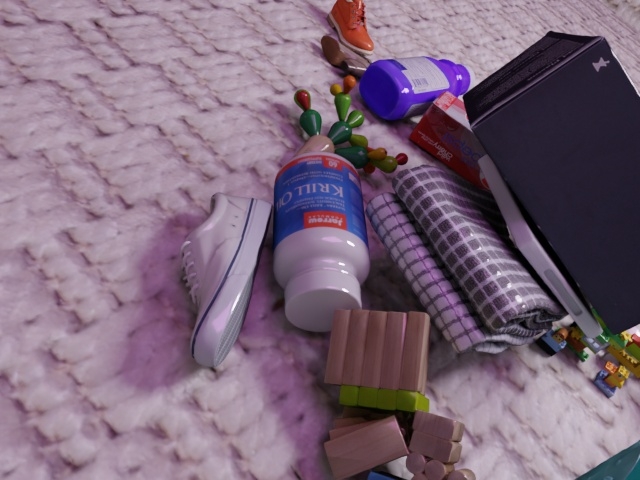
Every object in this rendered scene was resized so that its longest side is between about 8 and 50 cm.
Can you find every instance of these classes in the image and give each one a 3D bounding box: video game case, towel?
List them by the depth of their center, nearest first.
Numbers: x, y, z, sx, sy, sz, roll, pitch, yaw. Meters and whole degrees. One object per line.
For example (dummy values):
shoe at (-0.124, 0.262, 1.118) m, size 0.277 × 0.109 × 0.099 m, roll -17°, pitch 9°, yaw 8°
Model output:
towel at (0.211, 0.028, 0.801) m, size 0.283 × 0.121 × 0.235 m, roll 9°, pitch 42°, yaw -56°
video game case at (0.311, 0.002, 0.853) m, size 0.206 × 0.026 × 0.227 m, roll 45°, pitch 24°, yaw -27°

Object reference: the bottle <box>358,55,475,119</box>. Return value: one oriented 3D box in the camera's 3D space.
bottle at (0.206, -0.313, 1.196) m, size 0.282 × 0.092 × 0.118 m, roll -21°, pitch 64°, yaw -41°

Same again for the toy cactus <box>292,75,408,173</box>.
toy cactus at (0.028, -0.168, 0.967) m, size 0.219 × 0.112 × 0.180 m, roll 45°, pitch 53°, yaw 2°

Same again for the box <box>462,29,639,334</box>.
box at (0.371, -0.103, 0.849) m, size 0.343 × 0.179 × 0.312 m, roll 52°, pitch 20°, yaw -9°

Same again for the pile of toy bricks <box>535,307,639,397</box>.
pile of toy bricks at (0.412, 0.131, 0.897) m, size 0.212 × 0.105 × 0.118 m, roll 44°, pitch 44°, yaw 13°

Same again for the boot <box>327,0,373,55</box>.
boot at (0.074, -0.465, 1.267) m, size 0.059 × 0.085 × 0.158 m, roll -11°, pitch 59°, yaw -38°

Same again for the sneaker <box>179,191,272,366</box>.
sneaker at (-0.123, 0.038, 0.699) m, size 0.091 × 0.094 × 0.258 m, roll 12°, pitch 38°, yaw -1°

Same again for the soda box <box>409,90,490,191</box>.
soda box at (0.304, -0.163, 1.114) m, size 0.263 × 0.092 × 0.083 m, roll 38°, pitch 44°, yaw 5°

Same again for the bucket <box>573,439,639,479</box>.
bucket at (0.342, 0.348, 0.583) m, size 0.281 × 0.183 × 0.281 m, roll 21°, pitch 43°, yaw -21°

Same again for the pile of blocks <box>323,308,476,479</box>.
pile of blocks at (0.101, 0.245, 0.635) m, size 0.112 × 0.149 × 0.362 m, roll 45°, pitch 26°, yaw -62°

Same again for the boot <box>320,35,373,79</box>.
boot at (0.061, -0.370, 1.209) m, size 0.087 × 0.042 × 0.118 m, roll -7°, pitch 56°, yaw -42°

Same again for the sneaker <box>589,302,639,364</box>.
sneaker at (0.496, 0.103, 0.988) m, size 0.085 × 0.086 × 0.237 m, roll 4°, pitch 51°, yaw -29°

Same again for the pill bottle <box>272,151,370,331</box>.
pill bottle at (0.000, 0.000, 0.765) m, size 0.124 × 0.124 × 0.222 m, roll 14°, pitch 45°, yaw -19°
